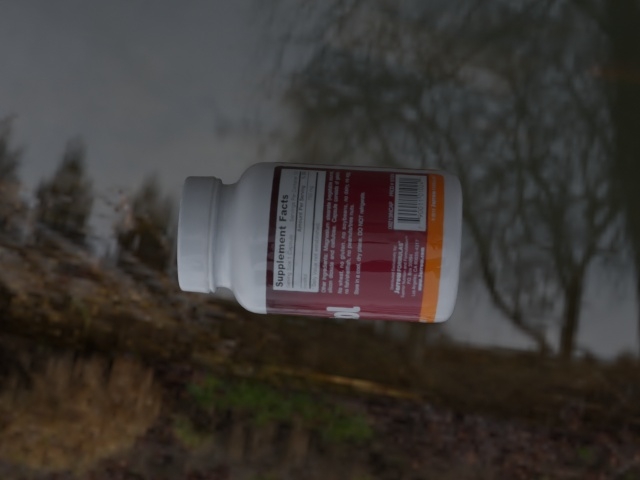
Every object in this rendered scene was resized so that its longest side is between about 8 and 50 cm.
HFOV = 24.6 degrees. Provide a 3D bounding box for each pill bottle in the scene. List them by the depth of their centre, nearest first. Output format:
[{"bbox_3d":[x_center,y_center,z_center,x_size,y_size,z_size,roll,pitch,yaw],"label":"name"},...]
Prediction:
[{"bbox_3d":[0.000,0.000,0.813,0.152,0.086,0.086,3,162,2],"label":"pill bottle"}]
